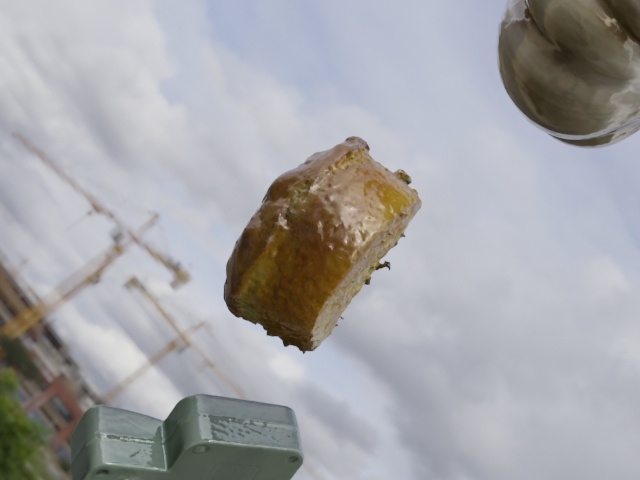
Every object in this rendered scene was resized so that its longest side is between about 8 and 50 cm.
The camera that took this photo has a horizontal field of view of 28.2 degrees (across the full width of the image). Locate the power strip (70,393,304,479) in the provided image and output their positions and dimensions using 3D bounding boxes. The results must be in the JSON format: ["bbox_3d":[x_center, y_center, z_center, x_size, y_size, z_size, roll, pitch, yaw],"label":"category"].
[{"bbox_3d":[-0.175,0.300,1.586,0.229,0.261,0.141,-55,-146,38],"label":"power strip"}]

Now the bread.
[{"bbox_3d":[0.000,0.000,1.295,0.143,0.229,0.139,35,-4,8],"label":"bread"}]

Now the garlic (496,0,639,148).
[{"bbox_3d":[0.273,-0.214,1.309,0.203,0.185,0.281,49,-24,21],"label":"garlic"}]
